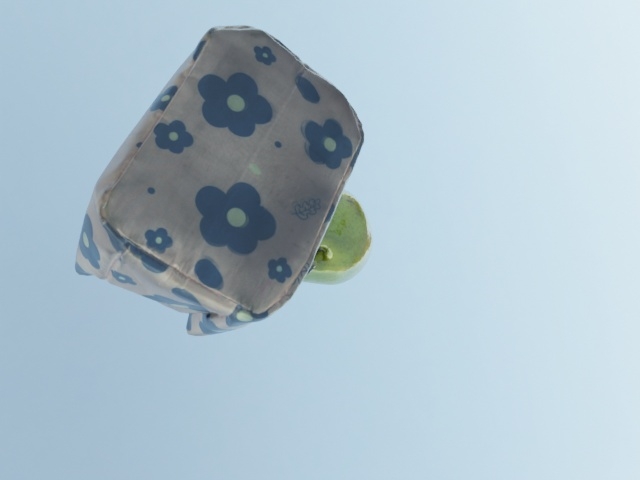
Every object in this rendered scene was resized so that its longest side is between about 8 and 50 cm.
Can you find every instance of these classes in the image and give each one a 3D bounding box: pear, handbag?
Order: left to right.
[{"bbox_3d":[-0.097,-0.040,0.712,0.190,0.193,0.251,34,-120,-16],"label":"handbag"},{"bbox_3d":[0.000,0.000,1.250,0.180,0.166,0.216,20,-161,-11],"label":"pear"}]
